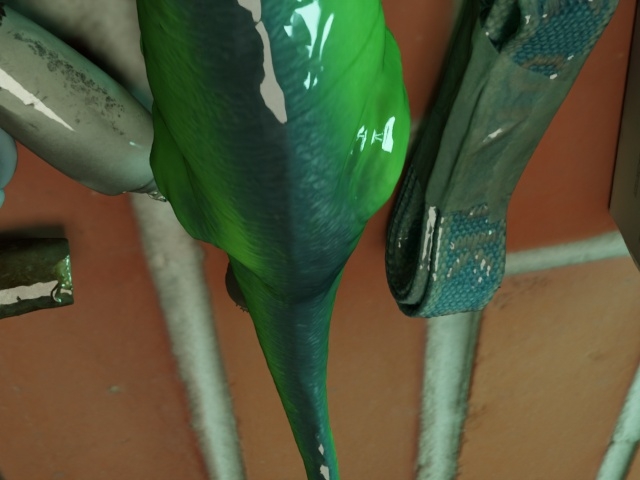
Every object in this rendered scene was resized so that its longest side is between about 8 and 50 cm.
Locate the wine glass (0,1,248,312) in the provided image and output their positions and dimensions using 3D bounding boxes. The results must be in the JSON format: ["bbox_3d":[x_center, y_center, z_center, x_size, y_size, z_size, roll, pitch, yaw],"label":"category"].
[{"bbox_3d":[-0.110,-0.046,0.550,0.074,0.074,0.262,-33,134,18],"label":"wine glass"}]

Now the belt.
[{"bbox_3d":[0.105,-0.064,0.576,0.072,0.087,0.302,1,135,-12],"label":"belt"}]

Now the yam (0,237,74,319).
[{"bbox_3d":[-0.297,0.040,0.597,0.274,0.061,0.061,-9,137,-9],"label":"yam"}]

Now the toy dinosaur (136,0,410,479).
[{"bbox_3d":[0.000,0.000,0.373,0.144,0.374,0.500,-12,101,-2],"label":"toy dinosaur"}]

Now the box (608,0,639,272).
[{"bbox_3d":[0.297,-0.088,0.564,0.173,0.145,0.333,-12,137,0],"label":"box"}]

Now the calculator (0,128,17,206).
[{"bbox_3d":[-0.323,-0.052,0.500,0.303,0.042,0.188,4,133,-19],"label":"calculator"}]
